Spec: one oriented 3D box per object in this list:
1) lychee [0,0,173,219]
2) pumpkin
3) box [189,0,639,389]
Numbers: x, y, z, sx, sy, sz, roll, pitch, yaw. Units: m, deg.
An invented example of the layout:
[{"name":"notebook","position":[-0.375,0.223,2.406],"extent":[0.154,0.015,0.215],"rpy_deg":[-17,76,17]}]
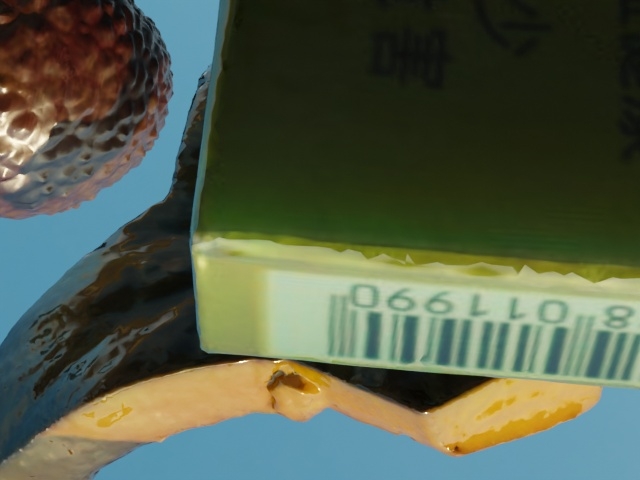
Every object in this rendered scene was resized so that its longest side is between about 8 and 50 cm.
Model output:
[{"name":"lychee","position":[-0.247,-0.140,1.522],"extent":[0.261,0.260,0.260],"rpy_deg":[31,-141,-29]},{"name":"pumpkin","position":[0.012,0.013,0.811],"extent":[0.290,0.258,0.095],"rpy_deg":[-61,-30,-43]},{"name":"box","position":[0.139,-0.046,0.361],"extent":[0.311,0.043,0.173],"rpy_deg":[4,-123,3]}]
